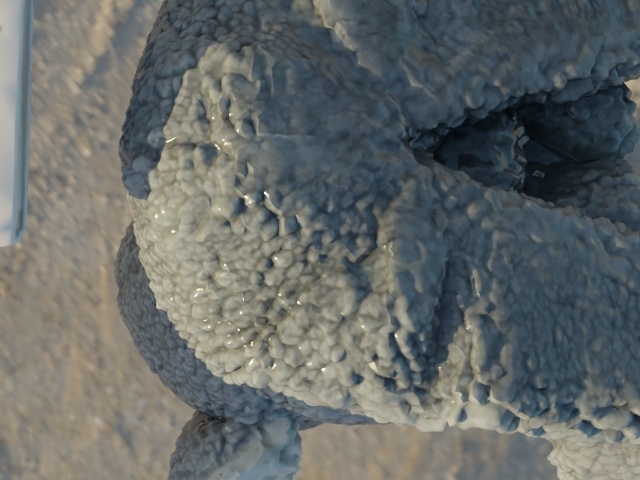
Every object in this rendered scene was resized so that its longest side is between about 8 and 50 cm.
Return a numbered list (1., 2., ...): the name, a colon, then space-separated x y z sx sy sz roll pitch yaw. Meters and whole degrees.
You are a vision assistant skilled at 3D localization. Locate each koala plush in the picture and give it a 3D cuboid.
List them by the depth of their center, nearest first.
1. koala plush: 0.000 0.000 0.627 0.203 0.221 0.196 1 74 -28

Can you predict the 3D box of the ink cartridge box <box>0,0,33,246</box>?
1. ink cartridge box: -0.173 -0.053 0.544 0.148 0.203 0.086 0 100 -19
